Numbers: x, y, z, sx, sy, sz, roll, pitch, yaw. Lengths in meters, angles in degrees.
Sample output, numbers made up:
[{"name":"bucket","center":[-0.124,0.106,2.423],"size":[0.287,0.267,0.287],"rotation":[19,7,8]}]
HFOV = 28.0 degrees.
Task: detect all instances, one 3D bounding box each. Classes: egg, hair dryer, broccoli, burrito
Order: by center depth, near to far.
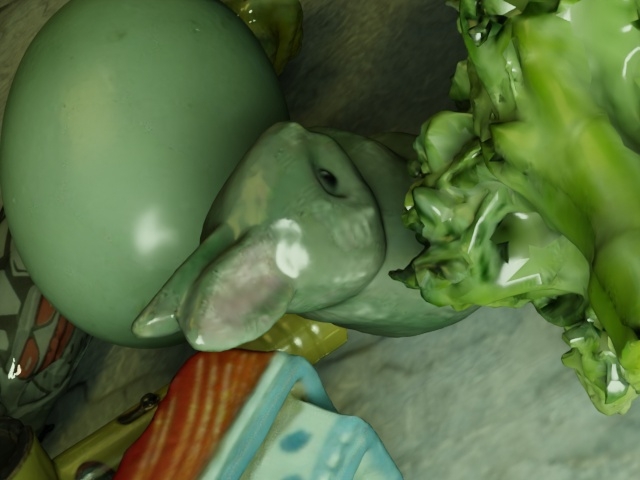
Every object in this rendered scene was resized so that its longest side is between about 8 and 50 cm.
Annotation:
[{"name":"broccoli","center":[0.163,-0.036,0.504],"size":[0.288,0.248,0.245],"rotation":[101,174,-49]},{"name":"hair dryer","center":[-0.097,0.127,0.752],"size":[0.279,0.135,0.090],"rotation":[-34,26,-14]},{"name":"egg","center":[-0.119,-0.059,0.891],"size":[0.203,0.203,0.282],"rotation":[-27,49,29]},{"name":"burrito","center":[-0.227,0.031,1.033],"size":[0.139,0.101,0.445],"rotation":[-21,35,27]}]

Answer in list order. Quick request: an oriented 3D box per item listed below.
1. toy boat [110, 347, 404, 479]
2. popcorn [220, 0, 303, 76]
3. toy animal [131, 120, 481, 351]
[{"name":"toy boat","center":[-0.057,0.214,0.563],"size":[0.133,0.145,0.331],"rotation":[15,61,27]},{"name":"popcorn","center":[-0.098,-0.201,1.069],"size":[0.167,0.186,0.187],"rotation":[131,156,-59]},{"name":"toy animal","center":[0.002,-0.002,0.645],"size":[0.127,0.125,0.251],"rotation":[-25,-8,27]}]
